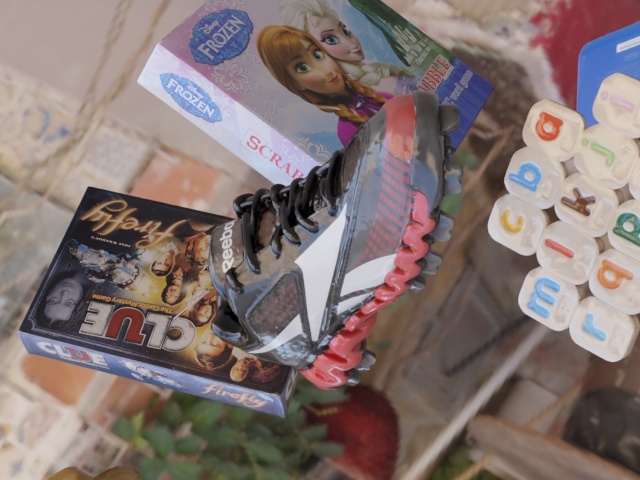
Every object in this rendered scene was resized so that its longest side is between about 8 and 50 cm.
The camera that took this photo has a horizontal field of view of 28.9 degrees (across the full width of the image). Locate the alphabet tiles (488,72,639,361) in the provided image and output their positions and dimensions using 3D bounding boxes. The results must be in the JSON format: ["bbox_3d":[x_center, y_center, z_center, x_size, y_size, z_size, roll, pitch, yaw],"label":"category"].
[{"bbox_3d":[0.314,-0.024,1.312,0.278,0.284,0.021,31,-158,34],"label":"alphabet tiles"}]

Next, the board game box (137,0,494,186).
[{"bbox_3d":[0.010,-0.173,1.378,0.318,0.319,0.066,36,132,-2],"label":"board game box"}]

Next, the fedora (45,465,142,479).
[{"bbox_3d":[-0.277,0.311,1.342,0.079,0.194,0.194,34,172,26],"label":"fedora"}]

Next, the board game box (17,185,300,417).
[{"bbox_3d":[-0.123,0.050,1.107,0.243,0.165,0.042,12,148,11],"label":"board game box"}]

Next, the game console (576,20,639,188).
[{"bbox_3d":[0.527,-0.188,1.835,0.173,0.250,0.293,7,172,-23],"label":"game console"}]

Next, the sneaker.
[{"bbox_3d":[0.000,0.000,0.819,0.135,0.098,0.276,15,140,-11],"label":"sneaker"}]
